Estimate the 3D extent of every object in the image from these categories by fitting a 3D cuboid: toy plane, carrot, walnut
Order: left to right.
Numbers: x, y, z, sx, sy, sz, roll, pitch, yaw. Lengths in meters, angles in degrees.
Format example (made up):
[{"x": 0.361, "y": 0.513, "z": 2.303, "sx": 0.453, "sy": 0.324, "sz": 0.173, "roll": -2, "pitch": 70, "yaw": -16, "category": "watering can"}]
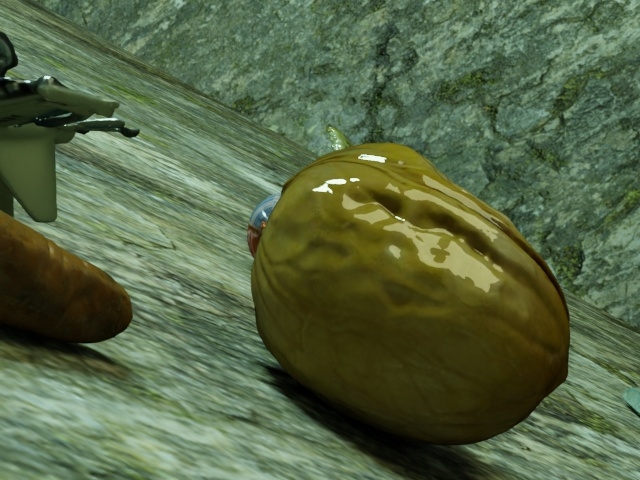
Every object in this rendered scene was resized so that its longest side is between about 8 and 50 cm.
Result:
[{"x": -0.209, "y": -0.067, "z": 0.611, "sx": 0.192, "sy": 0.088, "sz": 0.262, "roll": -2, "pitch": -10, "yaw": 37, "category": "toy plane"}, {"x": -0.152, "y": -0.002, "z": 0.502, "sx": 0.210, "sy": 0.061, "sz": 0.061, "roll": 27, "pitch": 5, "yaw": -40, "category": "carrot"}, {"x": 0.046, "y": 0.033, "z": 0.692, "sx": 0.180, "sy": 0.144, "sz": 0.144, "roll": 32, "pitch": 6, "yaw": 3, "category": "walnut"}]

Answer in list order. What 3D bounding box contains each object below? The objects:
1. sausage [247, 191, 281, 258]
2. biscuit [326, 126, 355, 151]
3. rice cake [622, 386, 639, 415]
[{"x": 0.000, "y": 0.000, "z": 1.040, "sx": 0.071, "sy": 0.071, "sz": 0.234, "roll": 30, "pitch": 6, "yaw": 19, "category": "sausage"}, {"x": 0.067, "y": 0.004, "z": 1.069, "sx": 0.139, "sy": 0.016, "sz": 0.231, "roll": 43, "pitch": 16, "yaw": -31, "category": "biscuit"}, {"x": 0.322, "y": 0.167, "z": 1.286, "sx": 0.022, "sy": 0.021, "sz": 0.121, "roll": 37, "pitch": 4, "yaw": -11, "category": "rice cake"}]
